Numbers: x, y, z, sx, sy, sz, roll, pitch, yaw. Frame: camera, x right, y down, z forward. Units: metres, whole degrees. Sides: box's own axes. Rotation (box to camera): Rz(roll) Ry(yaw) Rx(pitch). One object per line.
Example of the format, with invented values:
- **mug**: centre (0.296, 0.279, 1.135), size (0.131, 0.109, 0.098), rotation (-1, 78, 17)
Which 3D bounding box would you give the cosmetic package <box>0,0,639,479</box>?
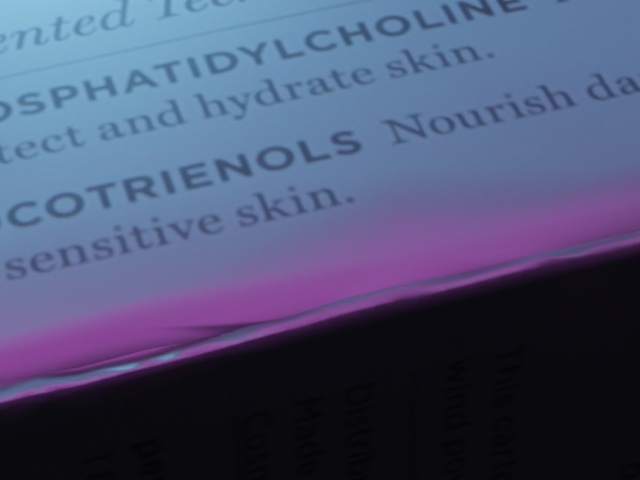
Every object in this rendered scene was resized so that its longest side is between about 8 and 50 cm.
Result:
- **cosmetic package**: centre (0.000, 0.000, 0.695), size (0.327, 0.329, 0.394), rotation (-14, 43, -11)
